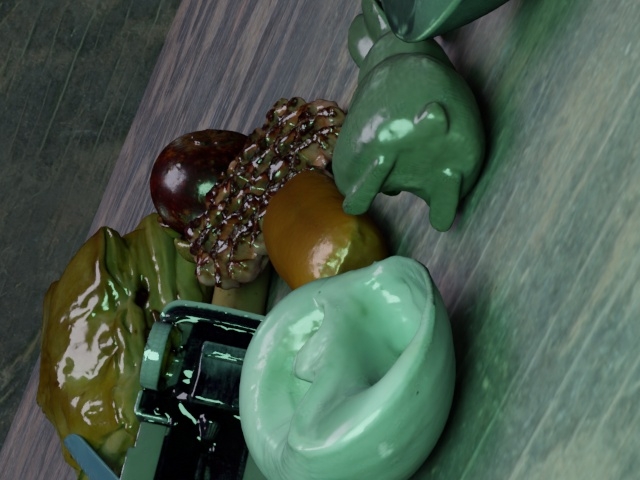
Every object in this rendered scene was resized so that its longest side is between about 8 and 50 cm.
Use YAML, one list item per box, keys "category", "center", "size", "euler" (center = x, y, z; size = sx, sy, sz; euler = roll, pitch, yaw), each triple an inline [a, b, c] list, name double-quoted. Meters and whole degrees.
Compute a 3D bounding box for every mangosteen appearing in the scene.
- category: "mangosteen"
  center: [-0.118, -0.045, 1.633]
  size: [0.145, 0.181, 0.156]
  euler: [-31, 30, -14]

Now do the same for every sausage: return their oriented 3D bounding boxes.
- category: "sausage"
  center: [0.000, 0.000, 1.206]
  size: [0.238, 0.098, 0.098]
  euler: [-129, 60, -70]
- category: "sausage"
  center: [-0.096, 0.100, 1.459]
  size: [0.066, 0.065, 0.301]
  euler: [129, 155, -51]

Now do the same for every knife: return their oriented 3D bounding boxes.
- category: "knife"
  center: [-0.207, 0.282, 1.488]
  size: [0.313, 0.019, 0.044]
  euler: [34, 121, 48]

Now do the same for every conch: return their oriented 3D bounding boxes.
- category: "conch"
  center: [0.026, 0.094, 0.936]
  size: [0.221, 0.121, 0.185]
  euler: [-134, 62, -69]

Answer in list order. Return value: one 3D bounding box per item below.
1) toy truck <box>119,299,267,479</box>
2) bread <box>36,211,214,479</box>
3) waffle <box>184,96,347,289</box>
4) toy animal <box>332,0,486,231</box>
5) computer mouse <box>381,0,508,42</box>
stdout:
- category: "toy truck"
  center: [-0.110, 0.243, 1.133]
  size: [0.175, 0.146, 0.367]
  euler: [106, 178, -71]
- category: "bread"
  center: [-0.257, 0.151, 1.730]
  size: [0.314, 0.191, 0.370]
  euler: [129, 154, -48]
- category: "waffle"
  center: [-0.057, -0.051, 1.444]
  size: [0.234, 0.055, 0.221]
  euler: [-54, 25, -3]
- category: "toy animal"
  center: [0.073, -0.114, 1.070]
  size: [0.236, 0.108, 0.138]
  euler: [-81, 11, -45]
- category: "computer mouse"
  center: [0.171, -0.299, 0.995]
  size: [0.379, 0.090, 0.167]
  euler: [-57, 31, 10]
